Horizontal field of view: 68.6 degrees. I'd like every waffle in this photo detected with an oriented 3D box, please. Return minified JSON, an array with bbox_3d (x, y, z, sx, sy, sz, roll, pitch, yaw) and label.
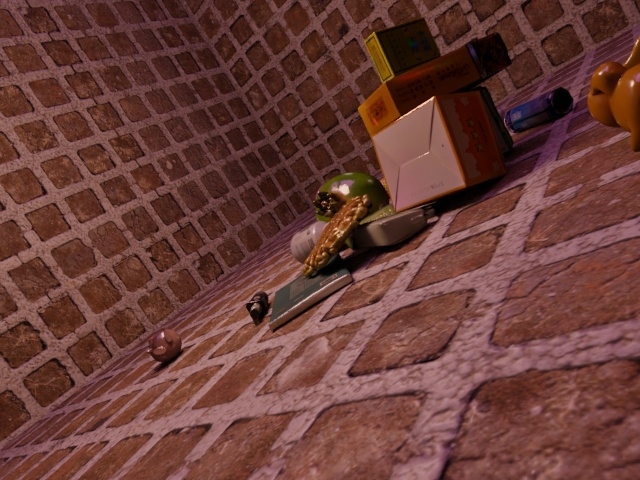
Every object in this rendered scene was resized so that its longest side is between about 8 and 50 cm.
[{"bbox_3d":[0.048,-0.022,1.445,0.301,0.058,0.281,-54,7,-24],"label":"waffle"}]

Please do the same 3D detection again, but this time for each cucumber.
[{"bbox_3d":[0.182,-0.045,1.626,0.211,0.062,0.078,-29,40,-18],"label":"cucumber"}]

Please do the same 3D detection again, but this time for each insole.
[{"bbox_3d":[0.333,-0.106,1.477,0.086,0.005,0.253,-14,-4,-36],"label":"insole"}]

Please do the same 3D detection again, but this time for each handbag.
[{"bbox_3d":[0.227,-0.045,1.393,0.219,0.079,0.256,-22,4,-18],"label":"handbag"}]

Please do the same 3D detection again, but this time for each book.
[{"bbox_3d":[-0.035,0.139,1.425,0.264,0.031,0.379,-32,7,3],"label":"book"}]

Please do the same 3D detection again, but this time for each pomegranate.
[{"bbox_3d":[0.097,-0.169,1.876,0.309,0.216,0.358,-17,-13,34],"label":"pomegranate"}]

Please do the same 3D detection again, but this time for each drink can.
[{"bbox_3d":[0.776,-0.462,1.681,0.097,0.097,0.235,-35,7,-18],"label":"drink can"}]

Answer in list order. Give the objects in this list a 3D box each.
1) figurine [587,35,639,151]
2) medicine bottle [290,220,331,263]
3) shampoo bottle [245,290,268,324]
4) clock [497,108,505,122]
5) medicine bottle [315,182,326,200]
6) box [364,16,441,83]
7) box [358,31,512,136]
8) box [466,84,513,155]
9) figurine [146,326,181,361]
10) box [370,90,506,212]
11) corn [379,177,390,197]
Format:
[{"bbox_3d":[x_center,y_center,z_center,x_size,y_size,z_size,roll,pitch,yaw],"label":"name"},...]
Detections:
[{"bbox_3d":[0.617,-0.277,0.886,0.215,0.215,0.228,-28,32,33],"label":"figurine"},{"bbox_3d":[0.000,0.000,1.765,0.215,0.135,0.135,-26,10,40],"label":"medicine bottle"},{"bbox_3d":[-0.204,0.217,1.528,0.057,0.064,0.208,-22,6,1],"label":"shampoo bottle"},{"bbox_3d":[0.667,-0.467,2.088,0.322,0.113,0.295,-37,9,-37],"label":"clock"},{"bbox_3d":[0.107,-0.220,2.425,0.212,0.212,0.325,-34,9,-11],"label":"medicine bottle"},{"bbox_3d":[0.252,-0.573,1.411,0.219,0.141,0.064,-30,6,-27],"label":"box"},{"bbox_3d":[0.352,-0.485,1.478,0.415,0.116,0.264,-27,3,-13],"label":"box"},{"bbox_3d":[0.521,-0.377,1.583,0.180,0.250,0.103,-26,9,34],"label":"box"},{"bbox_3d":[-0.576,0.386,1.730,0.125,0.125,0.138,-36,-3,-22],"label":"figurine"},{"bbox_3d":[0.344,-0.253,1.382,0.213,0.260,0.283,-15,-3,-35],"label":"box"},{"bbox_3d":[0.334,-0.264,2.199,0.305,0.106,0.106,-34,7,8],"label":"corn"}]
